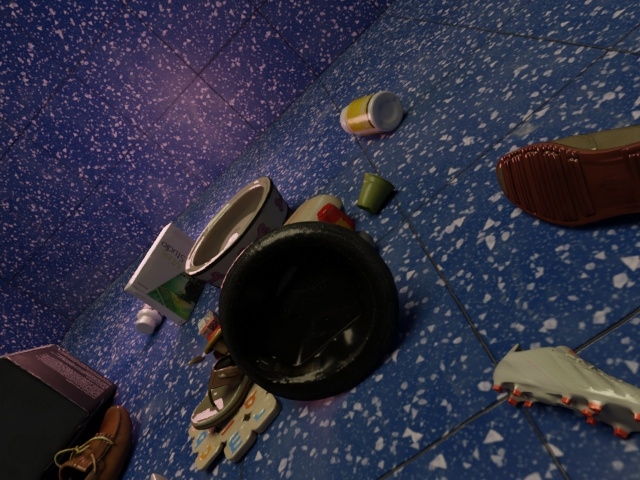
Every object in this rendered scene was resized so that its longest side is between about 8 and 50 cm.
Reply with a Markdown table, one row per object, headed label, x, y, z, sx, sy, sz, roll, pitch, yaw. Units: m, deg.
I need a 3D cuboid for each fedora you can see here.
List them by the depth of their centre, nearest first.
| label | x | y | z | sx | sy | sz | roll | pitch | yaw |
| --- | --- | --- | --- | --- | --- | --- | --- | --- | --- |
| fedora | -0.015 | 0.118 | 0.841 | 0.334 | 0.334 | 0.152 | -41 | -6 | 15 |

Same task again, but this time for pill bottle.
| label | x | y | z | sx | sy | sz | roll | pitch | yaw |
| --- | --- | --- | --- | --- | --- | --- | --- | --- | --- |
| pill bottle | 0.153 | -0.392 | 1.437 | 0.119 | 0.119 | 0.209 | -53 | 25 | -11 |
| pill bottle | -0.661 | 0.282 | 1.805 | 0.094 | 0.094 | 0.169 | -34 | 27 | 28 |

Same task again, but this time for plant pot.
| label | x | y | z | sx | sy | sz | roll | pitch | yaw |
| --- | --- | --- | --- | --- | --- | --- | --- | --- | --- |
| plant pot | 0.127 | -0.109 | 1.115 | 0.083 | 0.083 | 0.079 | 12 | 75 | 63 |

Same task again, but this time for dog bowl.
| label | x | y | z | sx | sy | sz | roll | pitch | yaw |
| --- | --- | --- | --- | --- | --- | --- | --- | --- | --- |
| dog bowl | -0.253 | -0.011 | 1.502 | 0.408 | 0.150 | 0.407 | -37 | 27 | 22 |

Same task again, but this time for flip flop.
| label | x | y | z | sx | sy | sz | roll | pitch | yaw |
| --- | --- | --- | --- | --- | --- | --- | --- | --- | --- |
| flip flop | -0.183 | 0.275 | 0.982 | 0.277 | 0.080 | 0.112 | -50 | 24 | -10 |

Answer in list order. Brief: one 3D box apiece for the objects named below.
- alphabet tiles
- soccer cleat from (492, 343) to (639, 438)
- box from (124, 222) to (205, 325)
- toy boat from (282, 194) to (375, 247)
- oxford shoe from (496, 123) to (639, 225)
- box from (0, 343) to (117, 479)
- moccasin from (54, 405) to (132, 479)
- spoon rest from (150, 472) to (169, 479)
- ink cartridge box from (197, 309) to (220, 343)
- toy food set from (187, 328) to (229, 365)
| label | x | y | z | sx | sy | sz | roll | pitch | yaw |
| --- | --- | --- | --- | --- | --- | --- | --- | --- | --- |
| alphabet tiles | -0.174 | 0.341 | 0.989 | 0.278 | 0.021 | 0.284 | -49 | 24 | -8 |
| soccer cleat | 0.272 | 0.148 | 0.485 | 0.076 | 0.068 | 0.196 | -54 | 22 | -22 |
| box | -0.528 | 0.117 | 1.666 | 0.059 | 0.232 | 0.321 | -31 | 30 | 36 |
| toy boat | 0.000 | 0.000 | 1.101 | 0.267 | 0.148 | 0.318 | -52 | 16 | -22 |
| oxford shoe | 0.398 | -0.096 | 0.628 | 0.130 | 0.122 | 0.348 | -26 | 17 | -18 |
| box | -0.917 | 0.597 | 1.370 | 0.479 | 0.298 | 0.472 | -55 | 6 | -15 |
| moccasin | -0.600 | 0.592 | 1.166 | 0.139 | 0.147 | 0.379 | -32 | 28 | 32 |
| spoon rest | -0.327 | 0.581 | 0.837 | 0.137 | 0.084 | 0.276 | 3 | 68 | 62 |
| ink cartridge box | -0.332 | 0.256 | 1.372 | 0.062 | 0.029 | 0.115 | -49 | 23 | -4 |
| toy food set | -0.221 | 0.251 | 1.160 | 0.218 | 0.071 | 0.128 | -48 | -8 | -13 |
